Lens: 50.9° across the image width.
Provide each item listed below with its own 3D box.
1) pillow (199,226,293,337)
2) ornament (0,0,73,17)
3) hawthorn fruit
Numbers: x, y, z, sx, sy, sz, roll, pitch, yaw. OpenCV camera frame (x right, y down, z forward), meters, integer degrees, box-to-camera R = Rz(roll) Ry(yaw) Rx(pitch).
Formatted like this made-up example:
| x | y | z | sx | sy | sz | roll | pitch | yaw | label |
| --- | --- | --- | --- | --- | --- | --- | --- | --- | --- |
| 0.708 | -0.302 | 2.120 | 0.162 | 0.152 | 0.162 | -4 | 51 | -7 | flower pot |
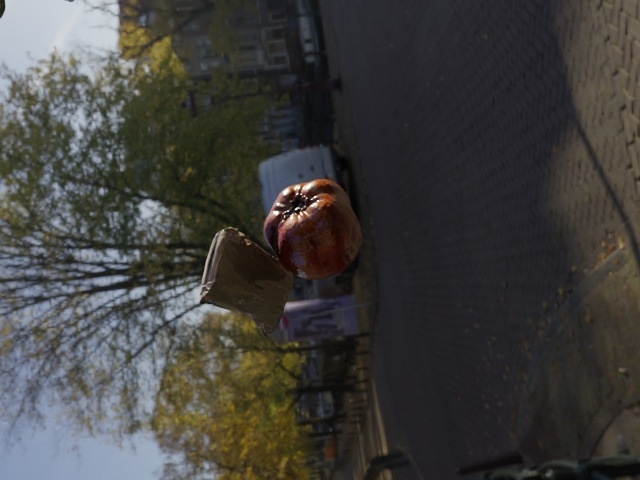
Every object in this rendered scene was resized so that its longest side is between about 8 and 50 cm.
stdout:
| x | y | z | sx | sy | sz | roll | pitch | yaw | label |
| --- | --- | --- | --- | --- | --- | --- | --- | --- | --- |
| -0.142 | 0.087 | 1.351 | 0.270 | 0.067 | 0.173 | 41 | -128 | -53 | pillow |
| -0.333 | -0.301 | 0.734 | 0.120 | 0.285 | 0.130 | 60 | 164 | -13 | ornament |
| 0.000 | 0.000 | 1.425 | 0.243 | 0.207 | 0.207 | 51 | -160 | -43 | hawthorn fruit |
